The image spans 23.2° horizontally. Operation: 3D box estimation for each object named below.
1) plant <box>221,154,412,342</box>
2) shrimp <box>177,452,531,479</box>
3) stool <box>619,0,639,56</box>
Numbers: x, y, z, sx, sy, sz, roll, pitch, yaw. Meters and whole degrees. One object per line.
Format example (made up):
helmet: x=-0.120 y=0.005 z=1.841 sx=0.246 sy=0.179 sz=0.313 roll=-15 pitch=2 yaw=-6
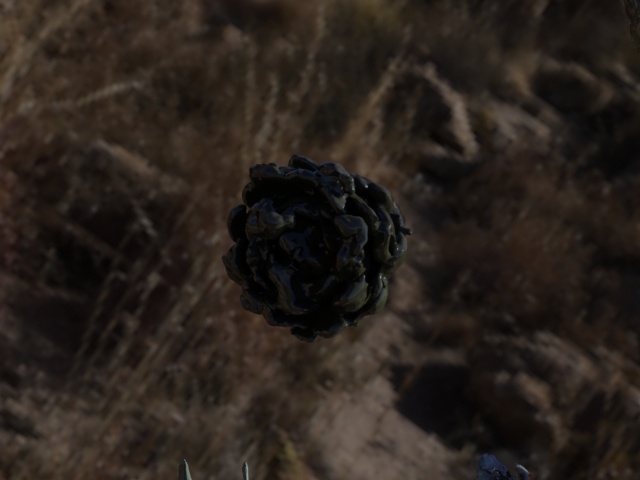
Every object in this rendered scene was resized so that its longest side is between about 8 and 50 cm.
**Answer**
plant: x=0.000 y=0.000 z=0.815 sx=0.094 sy=0.092 sz=0.143 roll=35 pitch=9 yaw=4
shrimp: x=-0.008 y=0.281 z=1.398 sx=0.410 sy=0.166 sz=0.221 roll=-5 pitch=-19 yaw=23
stool: x=0.305 y=-0.207 z=1.342 sx=0.096 sy=0.096 sz=0.110 roll=35 pitch=29 yaw=-34
